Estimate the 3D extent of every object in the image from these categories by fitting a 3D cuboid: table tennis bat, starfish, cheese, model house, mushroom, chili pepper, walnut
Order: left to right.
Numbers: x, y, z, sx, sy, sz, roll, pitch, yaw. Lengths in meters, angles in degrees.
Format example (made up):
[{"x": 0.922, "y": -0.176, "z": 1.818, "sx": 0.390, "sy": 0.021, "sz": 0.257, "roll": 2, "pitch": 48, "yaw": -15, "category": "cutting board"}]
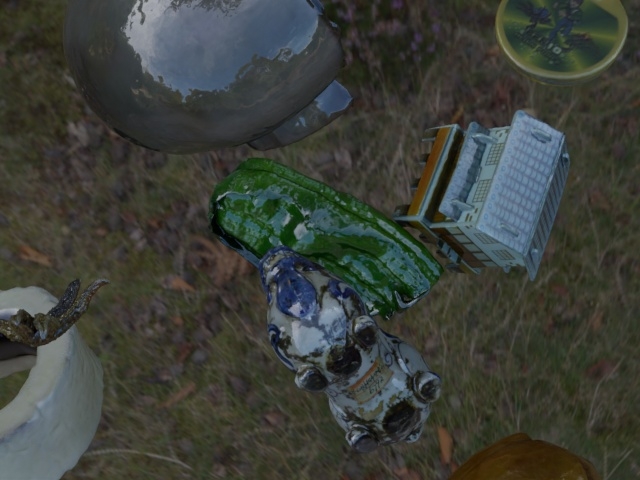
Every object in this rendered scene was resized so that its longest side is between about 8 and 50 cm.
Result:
[{"x": -0.485, "y": 0.221, "z": 1.676, "sx": 0.332, "sy": 0.153, "sz": 0.292, "roll": -8, "pitch": 46, "yaw": 7, "category": "cheese"}, {"x": -0.249, "y": 0.071, "z": 1.045, "sx": 0.130, "sy": 0.133, "sz": 0.041, "roll": -15, "pitch": 98, "yaw": 32, "category": "starfish"}, {"x": -0.072, "y": -0.102, "z": 0.627, "sx": 0.117, "sy": 0.188, "sz": 0.141, "roll": -35, "pitch": 113, "yaw": -8, "category": "mushroom"}, {"x": 0.002, "y": -0.003, "z": 1.896, "sx": 0.384, "sy": 0.213, "sz": 0.167, "roll": 30, "pitch": 46, "yaw": 3, "category": "chili pepper"}, {"x": 0.271, "y": -0.070, "z": 1.895, "sx": 0.215, "sy": 0.198, "sz": 0.224, "roll": 0, "pitch": 58, "yaw": 44, "category": "model house"}, {"x": 0.193, "y": 0.370, "z": 1.335, "sx": 0.209, "sy": 0.209, "sz": 0.336, "roll": 42, "pitch": 84, "yaw": 19, "category": "walnut"}, {"x": 0.410, "y": -0.368, "z": 1.857, "sx": 0.198, "sy": 0.050, "sz": 0.321, "roll": 41, "pitch": 74, "yaw": 16, "category": "table tennis bat"}]

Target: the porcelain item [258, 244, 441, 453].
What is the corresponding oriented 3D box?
[{"x": 0.026, "y": 0.134, "z": 1.462, "sx": 0.138, "sy": 0.288, "sz": 0.186, "roll": -42, "pitch": 38, "yaw": 2, "category": "porcelain item"}]
